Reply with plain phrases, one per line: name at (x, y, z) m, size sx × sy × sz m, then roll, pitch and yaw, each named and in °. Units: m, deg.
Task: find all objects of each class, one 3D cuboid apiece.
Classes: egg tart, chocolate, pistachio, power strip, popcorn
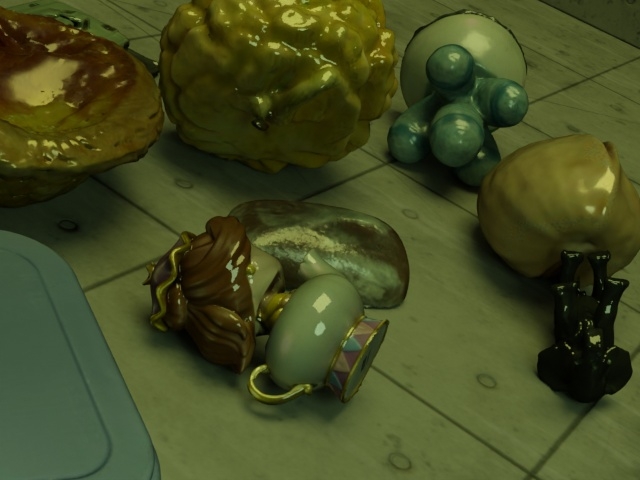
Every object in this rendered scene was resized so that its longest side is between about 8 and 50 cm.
egg tart at (-0.412, -0.164, 1.269) m, size 0.443 × 0.178 × 0.443 m, roll 15°, pitch 27°, yaw -8°
chocolate at (0.001, 0.000, 1.347) m, size 0.254 × 0.080 × 0.157 m, roll 12°, pitch 30°, yaw -15°
pistachio at (0.347, -0.047, 1.496) m, size 0.230 × 0.230 × 0.309 m, roll 17°, pitch 11°, yaw -6°
power strip at (-0.401, -0.317, 1.629) m, size 0.251 × 0.092 × 0.257 m, roll 20°, pitch 25°, yaw 7°
popcorn at (-0.060, -0.278, 1.511) m, size 0.349 × 0.349 × 0.381 m, roll 12°, pitch 60°, yaw -15°

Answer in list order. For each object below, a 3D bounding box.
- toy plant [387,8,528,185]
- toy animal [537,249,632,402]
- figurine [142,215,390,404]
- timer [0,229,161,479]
toy plant at (0.232, -0.226, 1.746) m, size 0.247 × 0.247 × 0.332 m, roll 20°, pitch 31°, yaw -1°
toy animal at (0.341, 0.109, 1.307) m, size 0.114 × 0.146 × 0.245 m, roll 9°, pitch 21°, yaw 20°
figurine at (-0.065, 0.072, 1.124) m, size 0.263 × 0.142 × 0.189 m, roll 27°, pitch 52°, yaw 12°
timer at (-0.336, 0.150, 0.778) m, size 0.395 × 0.173 × 0.395 m, roll 16°, pitch 30°, yaw -10°
